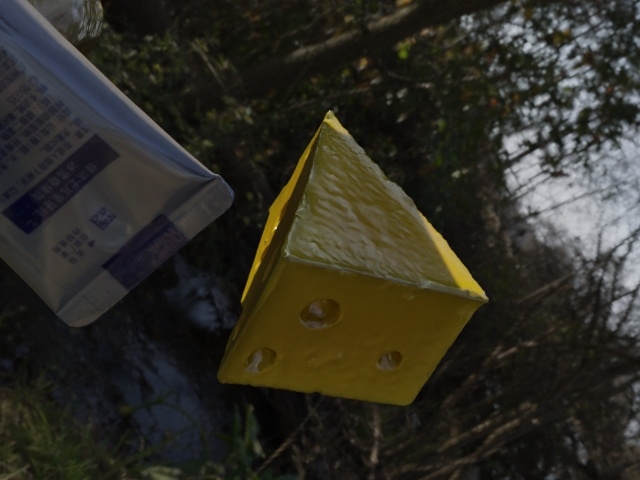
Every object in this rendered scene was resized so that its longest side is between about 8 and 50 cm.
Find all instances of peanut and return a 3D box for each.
[{"bbox_3d":[-0.299,-0.239,0.862,0.129,0.129,0.224,60,6,-4],"label":"peanut"}]

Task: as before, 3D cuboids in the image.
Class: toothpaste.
[{"bbox_3d":[-0.152,-0.073,0.302,0.266,0.096,0.061,46,9,-30],"label":"toothpaste"}]

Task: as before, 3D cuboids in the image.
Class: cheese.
[{"bbox_3d":[0.000,0.000,0.495,0.126,0.093,0.171,13,35,-26],"label":"cheese"}]
